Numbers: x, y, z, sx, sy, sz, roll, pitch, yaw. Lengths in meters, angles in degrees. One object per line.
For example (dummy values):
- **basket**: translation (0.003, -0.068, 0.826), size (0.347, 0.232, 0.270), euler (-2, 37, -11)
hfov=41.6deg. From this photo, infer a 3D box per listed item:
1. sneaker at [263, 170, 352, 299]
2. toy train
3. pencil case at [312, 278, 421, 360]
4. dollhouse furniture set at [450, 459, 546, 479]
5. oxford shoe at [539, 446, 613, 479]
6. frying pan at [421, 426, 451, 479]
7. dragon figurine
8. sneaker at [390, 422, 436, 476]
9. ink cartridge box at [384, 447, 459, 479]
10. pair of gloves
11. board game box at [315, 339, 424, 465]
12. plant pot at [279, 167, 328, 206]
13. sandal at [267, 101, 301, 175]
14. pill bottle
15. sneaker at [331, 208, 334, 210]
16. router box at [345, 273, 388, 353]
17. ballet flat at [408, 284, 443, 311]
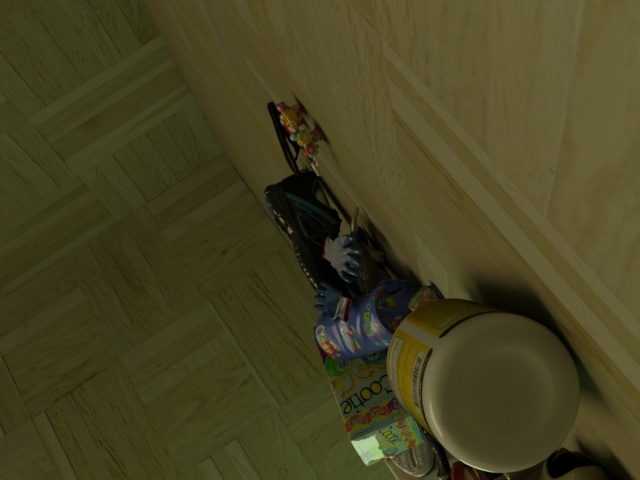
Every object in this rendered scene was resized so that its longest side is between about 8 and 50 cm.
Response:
- **sneaker**: translation (0.000, 0.000, 1.912), size (0.341, 0.139, 0.125), euler (62, 175, 7)
- **toy train**: translation (-0.031, -0.207, 1.621), size (0.166, 0.046, 0.125), euler (56, 177, 34)
- **pencil case**: translation (0.097, 0.162, 1.706), size (0.133, 0.119, 0.306), euler (63, 151, 3)
- **dollhouse furniture set**: translation (0.342, 0.385, 1.499), size (0.201, 0.152, 0.374), euler (-130, 26, -52)
- **oxford shoe**: translation (0.375, 0.366, 1.234), size (0.348, 0.123, 0.130), euler (82, 180, -80)
- **frying pan**: translation (0.268, 0.516, 1.702), size (0.326, 0.053, 0.197), euler (49, -159, 10)
- **dragon figurine**: translation (0.081, 0.031, 1.796), size (0.144, 0.085, 0.289), euler (49, 172, 51)
- **sneaker**: translation (0.212, 0.413, 1.981), size (0.180, 0.124, 0.321), euler (28, -152, -46)
- **ink cartridge box**: translation (0.284, 0.549, 2.021), size (0.198, 0.197, 0.270), euler (57, 176, -18)
- **pair of gloves**: translation (0.035, 0.082, 1.702), size (0.159, 0.023, 0.198), euler (-159, 78, -65)
- **board game box**: translation (0.104, 0.326, 1.859), size (0.144, 0.142, 0.275), euler (64, -177, -49)
- **plant pot**: translation (-0.049, -0.110, 2.052), size (0.109, 0.109, 0.096), euler (54, 163, 22)
- **sandal**: translation (-0.073, -0.232, 1.892), size (0.067, 0.040, 0.179), euler (120, 131, -78)
- **pill bottle**: translation (0.194, 0.175, 1.125), size (0.188, 0.188, 0.334), euler (57, 175, -5)
- **sneaker**: translation (0.031, -0.054, 2.056), size (0.035, 0.031, 0.083), euler (43, 179, -1)
- **router box**: translation (0.179, 0.211, 2.011), size (0.243, 0.081, 0.309), euler (60, 173, -37)
- **ballet flat**: translation (0.214, 0.168, 1.535), size (0.206, 0.067, 0.073), euler (59, 173, -28)
